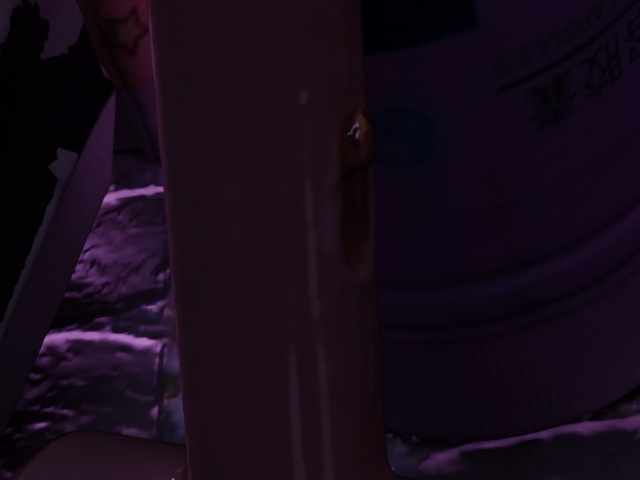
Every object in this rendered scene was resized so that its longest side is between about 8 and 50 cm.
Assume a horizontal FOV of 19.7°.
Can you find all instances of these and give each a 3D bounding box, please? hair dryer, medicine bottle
[{"bbox_3d":[0.000,0.000,0.440,0.189,0.344,0.107,6,23,25],"label":"hair dryer"},{"bbox_3d":[0.033,-0.074,0.566,0.152,0.254,0.152,-11,40,9],"label":"medicine bottle"}]

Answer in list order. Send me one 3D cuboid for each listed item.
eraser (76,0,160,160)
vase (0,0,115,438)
[{"bbox_3d":[-0.133,-0.180,0.719,0.087,0.290,0.171,-36,44,-19],"label":"eraser"},{"bbox_3d":[-0.164,0.047,0.592,0.165,0.165,0.360,-7,45,13],"label":"vase"}]
